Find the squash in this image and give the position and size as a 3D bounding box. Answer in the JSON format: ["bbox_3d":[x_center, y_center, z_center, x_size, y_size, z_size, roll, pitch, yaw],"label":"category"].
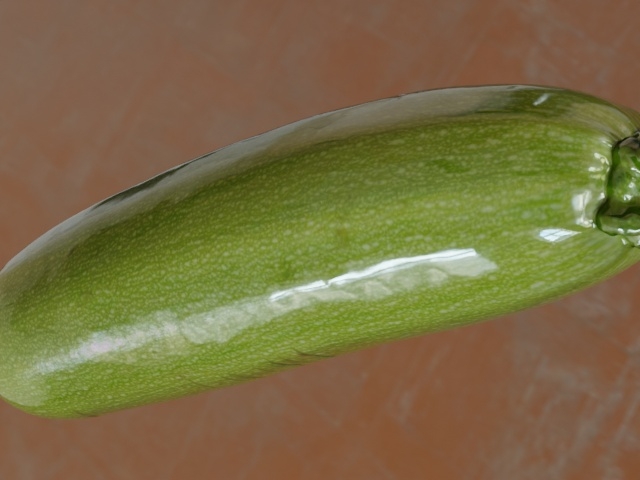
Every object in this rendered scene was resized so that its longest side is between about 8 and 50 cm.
[{"bbox_3d":[0.000,0.000,0.507,0.252,0.066,0.066,-16,58,32],"label":"squash"}]
